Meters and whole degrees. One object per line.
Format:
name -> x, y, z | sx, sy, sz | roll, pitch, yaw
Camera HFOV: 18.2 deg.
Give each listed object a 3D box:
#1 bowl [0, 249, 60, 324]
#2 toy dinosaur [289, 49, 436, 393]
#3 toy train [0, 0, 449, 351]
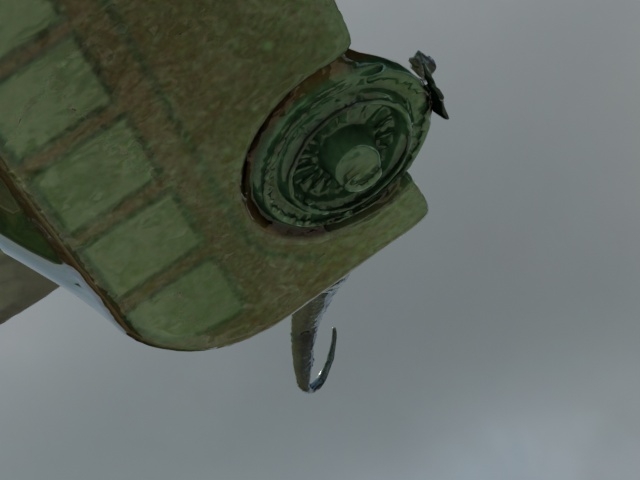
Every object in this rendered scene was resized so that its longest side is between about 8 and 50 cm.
bowl -> -0.281, -0.097, 1.511 | 0.307, 0.307, 0.163 | -30, -45, 13
toy dinosaur -> -0.009, -0.002, 1.638 | 0.147, 0.076, 0.363 | -5, -50, -25
toy train -> -0.065, -0.080, 0.662 | 0.159, 0.129, 0.326 | -33, -36, -3
